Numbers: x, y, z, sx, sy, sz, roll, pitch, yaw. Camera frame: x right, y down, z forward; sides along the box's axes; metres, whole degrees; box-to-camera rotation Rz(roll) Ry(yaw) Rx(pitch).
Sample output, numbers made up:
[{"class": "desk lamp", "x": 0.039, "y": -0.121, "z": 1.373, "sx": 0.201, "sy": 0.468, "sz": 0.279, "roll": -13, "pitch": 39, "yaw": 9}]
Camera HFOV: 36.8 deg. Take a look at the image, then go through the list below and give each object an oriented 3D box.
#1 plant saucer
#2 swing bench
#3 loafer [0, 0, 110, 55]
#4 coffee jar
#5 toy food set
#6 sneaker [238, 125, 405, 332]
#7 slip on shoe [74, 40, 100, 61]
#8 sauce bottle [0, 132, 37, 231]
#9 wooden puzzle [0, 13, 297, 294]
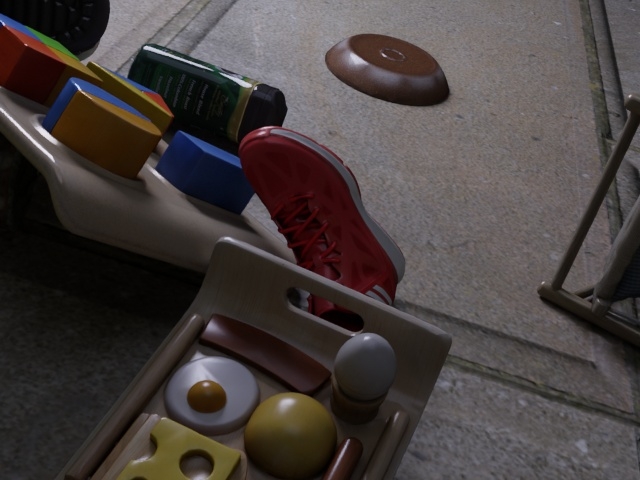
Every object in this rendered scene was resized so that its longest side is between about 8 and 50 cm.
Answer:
[{"class": "plant saucer", "x": 0.106, "y": -0.269, "z": 1.467, "sx": 0.199, "sy": 0.036, "sz": 0.198, "roll": 12, "pitch": 33, "yaw": -8}, {"class": "swing bench", "x": 0.403, "y": 0.010, "z": 0.980, "sx": 0.165, "sy": 0.253, "sz": 0.255, "roll": -16, "pitch": 44, "yaw": -40}, {"class": "loafer", "x": -0.396, "y": -0.284, "z": 1.106, "sx": 0.366, "sy": 0.133, "sz": 0.130, "roll": 12, "pitch": 2, "yaw": 14}, {"class": "coffee jar", "x": -0.134, "y": -0.172, "z": 1.162, "sx": 0.184, "sy": 0.079, "sz": 0.096, "roll": 21, "pitch": 9, "yaw": 6}, {"class": "toy food set", "x": -0.050, "y": 0.134, "z": 0.706, "sx": 0.220, "sy": 0.092, "sz": 0.306, "roll": 23, "pitch": 42, "yaw": 11}, {"class": "sneaker", "x": 0.000, "y": 0.000, "z": 0.900, "sx": 0.221, "sy": 0.087, "sz": 0.128, "roll": 43, "pitch": 32, "yaw": -20}, {"class": "slip on shoe", "x": -0.422, "y": -0.313, "z": 1.225, "sx": 0.331, "sy": 0.123, "sz": 0.101, "roll": 19, "pitch": 28, "yaw": 12}, {"class": "sauce bottle", "x": -0.440, "y": -0.095, "z": 0.885, "sx": 0.345, "sy": 0.111, "sz": 0.111, "roll": 14, "pitch": 33, "yaw": -7}, {"class": "wooden puzzle", "x": -0.191, "y": -0.105, "z": 0.920, "sx": 0.348, "sy": 0.080, "sz": 0.322, "roll": 45, "pitch": 13, "yaw": 34}]
